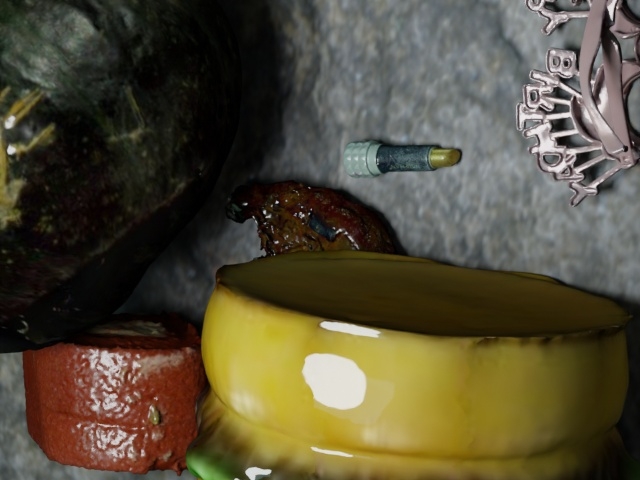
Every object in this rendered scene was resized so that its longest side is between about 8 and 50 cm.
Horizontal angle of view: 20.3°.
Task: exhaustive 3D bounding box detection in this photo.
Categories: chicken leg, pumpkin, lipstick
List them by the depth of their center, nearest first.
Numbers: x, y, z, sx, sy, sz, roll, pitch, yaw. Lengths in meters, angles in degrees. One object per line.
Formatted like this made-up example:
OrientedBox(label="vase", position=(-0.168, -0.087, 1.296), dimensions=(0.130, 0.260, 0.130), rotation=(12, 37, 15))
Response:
OrientedBox(label="lipstick", position=(0.078, -0.076, 1.684), dimensions=(0.116, 0.037, 0.037), rotation=(2, 100, 36))
OrientedBox(label="pumpkin", position=(-0.284, -0.112, 1.713), dimensions=(0.344, 0.454, 0.454), rotation=(42, 133, -20))
OrientedBox(label="chicken leg", position=(0.000, 0.000, 1.745), dimensions=(0.234, 0.063, 0.105), rotation=(19, 116, 35))

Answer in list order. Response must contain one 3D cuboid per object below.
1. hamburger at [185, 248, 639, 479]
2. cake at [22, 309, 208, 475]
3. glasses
OrientedBox(label="hamburger", position=(0.077, 0.175, 1.503), dimensions=(0.396, 0.396, 0.277), rotation=(12, 103, 38))
OrientedBox(label="cake", position=(-0.211, 0.153, 1.831), dimensions=(0.283, 0.177, 0.150), rotation=(-149, 55, -75))
OrientedBox(label="glasses", position=(0.222, -0.152, 1.510), dimensions=(0.162, 0.095, 0.255), rotation=(7, 101, 44))
